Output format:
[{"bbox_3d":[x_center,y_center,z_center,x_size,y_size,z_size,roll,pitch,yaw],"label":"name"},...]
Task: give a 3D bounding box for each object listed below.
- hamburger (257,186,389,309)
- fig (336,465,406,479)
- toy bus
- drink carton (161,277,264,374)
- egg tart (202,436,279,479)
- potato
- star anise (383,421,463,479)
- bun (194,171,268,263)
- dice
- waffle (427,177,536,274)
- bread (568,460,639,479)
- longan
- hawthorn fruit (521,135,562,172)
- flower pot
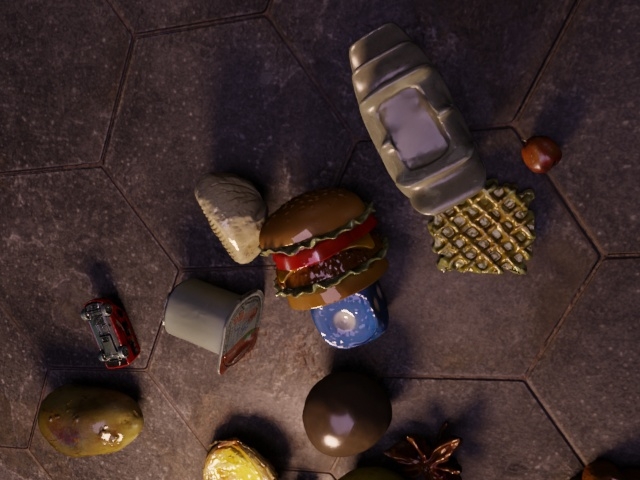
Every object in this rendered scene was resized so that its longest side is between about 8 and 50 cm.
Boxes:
[{"bbox_3d":[0.000,0.000,1.206,0.274,0.274,0.212,-19,101,20],"label":"hamburger"},{"bbox_3d":[0.133,0.719,1.392,0.258,0.258,0.326,-9,115,18],"label":"fig"},{"bbox_3d":[-0.556,0.238,1.530,0.081,0.089,0.195,-14,102,19],"label":"toy bus"},{"bbox_3d":[-0.259,0.183,1.396,0.189,0.185,0.191,20,112,21],"label":"drink carton"},{"bbox_3d":[-0.202,0.652,1.541,0.279,0.095,0.279,7,105,30],"label":"egg tart"},{"bbox_3d":[-0.635,0.502,1.586,0.307,0.173,0.210,-5,102,20],"label":"potato"},{"bbox_3d":[0.265,0.530,1.372,0.212,0.111,0.196,-22,93,28],"label":"star anise"},{"bbox_3d":[-0.189,-0.063,1.296,0.134,0.220,0.220,-30,97,-8],"label":"bun"},{"bbox_3d":[0.068,0.151,1.298,0.146,0.146,0.143,-21,101,19],"label":"dice"},{"bbox_3d":[0.340,-0.031,1.215,0.223,0.054,0.204,2,104,16],"label":"waffle"},{"bbox_3d":[0.647,0.609,1.271,0.232,0.135,0.247,20,110,10],"label":"bread"},{"bbox_3d":[0.056,0.409,1.352,0.220,0.196,0.196,-28,97,23],"label":"longan"},{"bbox_3d":[0.439,-0.172,1.141,0.077,0.077,0.077,4,107,15],"label":"hawthorn fruit"},{"bbox_3d":[0.175,-0.231,1.086,0.164,0.254,0.367,-28,93,17],"label":"flower pot"}]
